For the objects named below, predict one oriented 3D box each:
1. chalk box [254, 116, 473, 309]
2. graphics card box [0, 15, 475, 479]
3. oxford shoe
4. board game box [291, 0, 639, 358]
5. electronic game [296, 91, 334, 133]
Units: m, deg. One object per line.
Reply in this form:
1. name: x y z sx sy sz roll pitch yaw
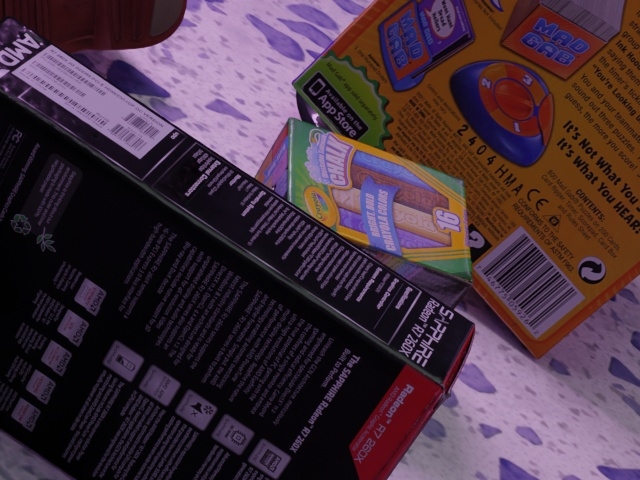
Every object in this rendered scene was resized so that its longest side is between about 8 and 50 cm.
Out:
1. chalk box: 0.000 0.000 1.524 0.213 0.132 0.132 21 39 -16
2. graphics card box: -0.113 0.053 1.205 0.371 0.233 0.094 32 33 2
3. oxford shoe: -0.289 -0.215 1.684 0.130 0.123 0.348 11 11 43
4. board game box: 0.264 -0.170 1.833 0.356 0.356 0.356 49 26 3
5. electronic game: 0.070 -0.096 1.918 0.229 0.048 0.229 32 27 -19
